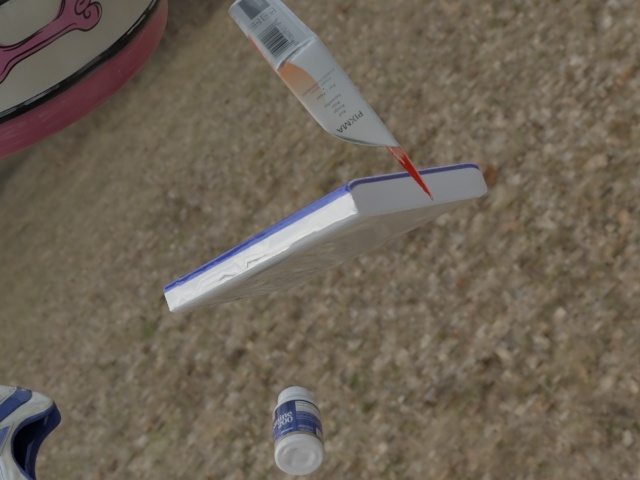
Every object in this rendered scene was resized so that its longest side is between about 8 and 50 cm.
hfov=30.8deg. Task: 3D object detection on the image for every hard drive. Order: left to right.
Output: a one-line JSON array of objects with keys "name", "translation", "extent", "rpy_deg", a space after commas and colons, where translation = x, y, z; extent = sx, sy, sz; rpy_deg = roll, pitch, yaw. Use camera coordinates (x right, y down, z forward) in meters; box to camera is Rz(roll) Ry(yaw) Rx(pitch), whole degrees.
[{"name": "hard drive", "translation": [0.000, 0.000, 1.278], "extent": [0.210, 0.040, 0.318], "rpy_deg": [-11, -12, -45]}]

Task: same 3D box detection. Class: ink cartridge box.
[{"name": "ink cartridge box", "translation": [0.007, -0.110, 0.928], "extent": [0.045, 0.179, 0.145], "rpy_deg": [-36, 34, 2]}]

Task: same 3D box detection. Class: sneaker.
[{"name": "sneaker", "translation": [-0.303, 0.269, 1.059], "extent": [0.112, 0.131, 0.297], "rpy_deg": [84, -177, -66]}]

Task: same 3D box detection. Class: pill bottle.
[{"name": "pill bottle", "translation": [-0.031, 0.252, 1.561], "extent": [0.067, 0.067, 0.120], "rpy_deg": [-42, 25, 19]}]

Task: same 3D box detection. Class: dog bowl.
[{"name": "dog bowl", "translation": [-0.317, -0.211, 1.022], "extent": [0.407, 0.150, 0.408], "rpy_deg": [-13, 38, 10]}]
